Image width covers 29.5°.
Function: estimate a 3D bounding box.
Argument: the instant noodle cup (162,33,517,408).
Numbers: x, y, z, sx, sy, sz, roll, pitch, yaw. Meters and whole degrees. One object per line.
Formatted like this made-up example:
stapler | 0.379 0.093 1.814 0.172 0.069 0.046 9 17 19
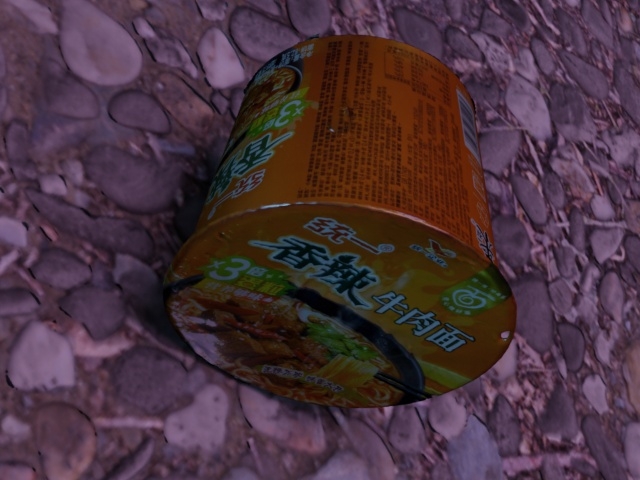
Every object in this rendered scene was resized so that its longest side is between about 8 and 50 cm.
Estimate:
instant noodle cup | 0.019 -0.019 0.835 0.230 0.230 0.182 31 47 -29
